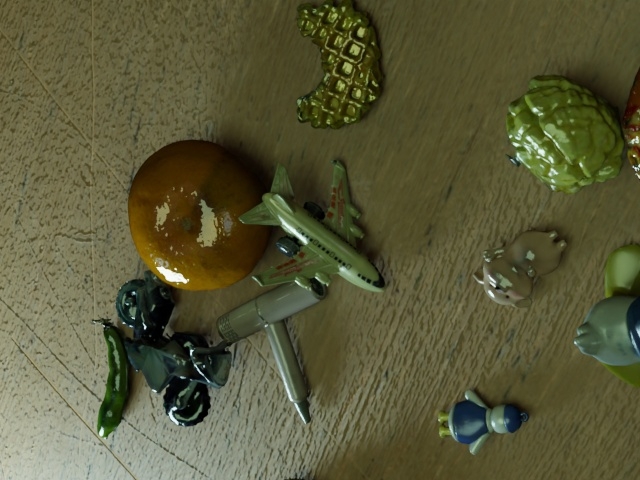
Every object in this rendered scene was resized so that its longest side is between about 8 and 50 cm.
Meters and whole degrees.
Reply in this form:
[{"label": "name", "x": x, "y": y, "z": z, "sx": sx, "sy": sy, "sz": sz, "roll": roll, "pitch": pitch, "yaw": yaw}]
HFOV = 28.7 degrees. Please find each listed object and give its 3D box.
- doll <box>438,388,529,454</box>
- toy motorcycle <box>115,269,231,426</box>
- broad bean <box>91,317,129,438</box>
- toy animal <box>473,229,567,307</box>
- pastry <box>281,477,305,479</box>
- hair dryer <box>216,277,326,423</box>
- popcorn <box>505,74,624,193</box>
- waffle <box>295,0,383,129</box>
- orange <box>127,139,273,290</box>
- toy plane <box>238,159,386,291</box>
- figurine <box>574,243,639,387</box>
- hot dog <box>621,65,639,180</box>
[{"label": "doll", "x": 0.244, "y": 0.270, "z": 1.874, "sx": 0.143, "sy": 0.057, "sz": 0.099, "roll": -11, "pitch": 76, "yaw": 27}, {"label": "toy motorcycle", "x": -0.238, "y": 0.168, "z": 2.068, "sx": 0.159, "sy": 0.106, "sz": 0.270, "roll": -35, "pitch": 74, "yaw": 25}, {"label": "broad bean", "x": -0.364, "y": 0.244, "z": 2.186, "sx": 0.069, "sy": 0.039, "sz": 0.227, "roll": 6, "pitch": 104, "yaw": 19}, {"label": "toy animal", "x": 0.289, "y": 0.040, "z": 1.790, "sx": 0.150, "sy": 0.089, "sz": 0.083, "roll": -42, "pitch": 60, "yaw": 31}, {"label": "pastry", "x": -0.036, "y": 0.502, "z": 2.045, "sx": 0.218, "sy": 0.100, "sz": 0.229, "roll": -4, "pitch": 105, "yaw": 31}, {"label": "hair dryer", "x": -0.040, "y": 0.181, "z": 1.998, "sx": 0.195, "sy": 0.053, "sz": 0.220, "roll": -29, "pitch": 89, "yaw": 29}, {"label": "popcorn", "x": 0.323, "y": -0.142, "z": 1.686, "sx": 0.173, "sy": 0.173, "sz": 0.142, "roll": 27, "pitch": 90, "yaw": 19}, {"label": "waffle", "x": 0.017, "y": -0.262, "z": 1.866, "sx": 0.149, "sy": 0.051, "sz": 0.194, "roll": -6, "pitch": 100, "yaw": 26}, {"label": "orange", "x": -0.186, "y": -0.040, "z": 1.952, "sx": 0.240, "sy": 0.171, "sz": 0.240, "roll": 4, "pitch": 100, "yaw": 22}, {"label": "toy plane", "x": 0.000, "y": 0.000, "z": 1.891, "sx": 0.244, "sy": 0.229, "sz": 0.092, "roll": 40, "pitch": 162, "yaw": -16}, {"label": "figurine", "x": 0.466, "y": 0.122, "z": 1.575, "sx": 0.283, "sy": 0.338, "sz": 0.204, "roll": -15, "pitch": 98, "yaw": 18}, {"label": "hot dog", "x": 0.469, "y": -0.138, "z": 1.598, "sx": 0.153, "sy": 0.150, "sz": 0.256, "roll": -10, "pitch": 99, "yaw": -5}]
